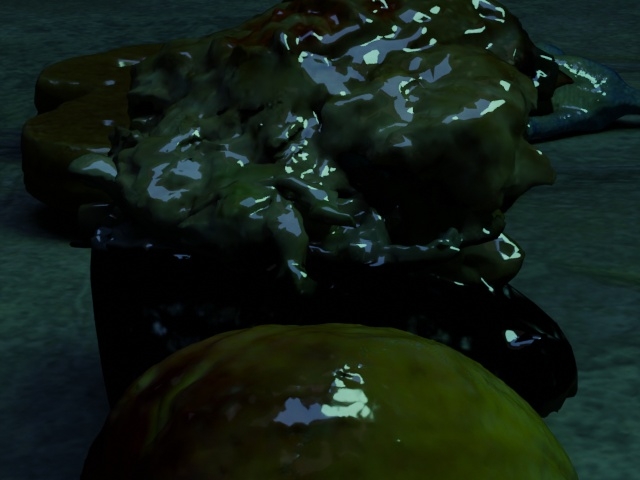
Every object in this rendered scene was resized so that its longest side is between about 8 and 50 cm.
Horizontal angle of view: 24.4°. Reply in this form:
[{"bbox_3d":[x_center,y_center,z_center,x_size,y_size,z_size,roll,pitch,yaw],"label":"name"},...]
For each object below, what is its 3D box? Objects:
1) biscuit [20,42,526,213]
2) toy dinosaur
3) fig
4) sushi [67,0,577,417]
[{"bbox_3d":[-0.044,-0.084,1.073,0.381,0.074,0.359,-19,26,-35],"label":"biscuit"},{"bbox_3d":[0.210,-0.124,1.218,0.188,0.075,0.248,1,13,-25],"label":"toy dinosaur"},{"bbox_3d":[0.048,0.113,0.496,0.257,0.159,0.159,12,12,-31],"label":"fig"},{"bbox_3d":[-0.001,-0.005,0.658,0.239,0.218,0.225,-1,17,-3],"label":"sushi"}]
